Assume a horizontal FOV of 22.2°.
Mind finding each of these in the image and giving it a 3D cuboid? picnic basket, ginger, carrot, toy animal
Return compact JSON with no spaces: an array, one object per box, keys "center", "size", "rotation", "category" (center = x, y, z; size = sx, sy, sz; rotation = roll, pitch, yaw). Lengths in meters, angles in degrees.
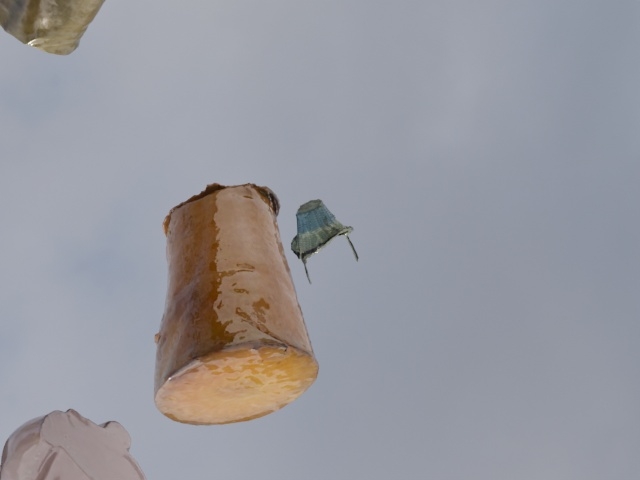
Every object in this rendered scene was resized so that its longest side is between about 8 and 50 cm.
[{"center":[0.000,0.000,1.760],"size":[0.065,0.083,0.083],"rotation":[-31,-72,-27],"category":"picnic basket"},{"center":[-0.199,-0.276,1.387],"size":[0.116,0.263,0.109],"rotation":[18,-143,-31],"category":"ginger"},{"center":[-0.113,0.065,1.886],"size":[0.196,0.196,0.254],"rotation":[52,-158,-54],"category":"carrot"},{"center":[-0.202,0.206,1.053],"size":[0.124,0.212,0.124],"rotation":[36,-155,-20],"category":"toy animal"}]
